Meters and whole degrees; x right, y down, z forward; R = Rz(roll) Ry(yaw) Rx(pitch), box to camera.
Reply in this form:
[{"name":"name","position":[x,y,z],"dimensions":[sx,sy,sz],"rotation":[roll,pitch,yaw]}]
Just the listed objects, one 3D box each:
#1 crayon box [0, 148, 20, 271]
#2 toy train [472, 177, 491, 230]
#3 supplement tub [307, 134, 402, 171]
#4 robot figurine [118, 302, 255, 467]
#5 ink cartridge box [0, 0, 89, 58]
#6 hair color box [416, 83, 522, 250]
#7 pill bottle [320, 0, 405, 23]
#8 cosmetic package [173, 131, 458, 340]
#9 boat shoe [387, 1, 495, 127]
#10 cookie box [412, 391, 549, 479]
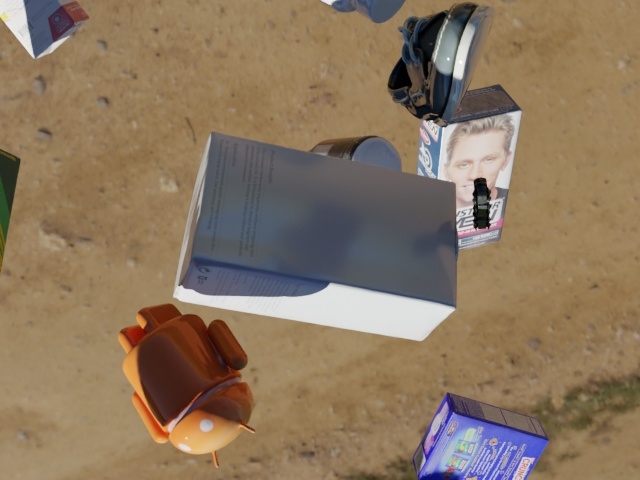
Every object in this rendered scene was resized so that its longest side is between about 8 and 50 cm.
[{"name":"crayon box","position":[-0.679,-0.055,1.481],"dimensions":[0.106,0.313,0.363],"rotation":[-21,147,34]},{"name":"toy train","position":[0.228,-0.052,1.324],"dimensions":[0.027,0.036,0.158],"rotation":[-7,160,7]},{"name":"supplement tub","position":[0.049,-0.128,1.673],"dimensions":[0.117,0.190,0.117],"rotation":[-2,93,-31]},{"name":"robot figurine","position":[-0.172,0.184,1.218],"dimensions":[0.158,0.219,0.128],"rotation":[-34,165,-15]},{"name":"ink cartridge box","position":[-0.532,-0.447,1.686],"dimensions":[0.115,0.067,0.198],"rotation":[-33,102,23]},{"name":"hair color box","position":[0.297,-0.139,1.930],"dimensions":[0.173,0.105,0.347],"rotation":[-13,133,-13]},{"name":"pill bottle","position":[0.020,-0.401,1.321],"dimensions":[0.124,0.221,0.124],"rotation":[-41,156,-23]},{"name":"cosmetic package","position":[0.000,0.000,1.360],"dimensions":[0.385,0.217,0.156],"rotation":[13,151,-12]},{"name":"boat shoe","position":[0.124,-0.199,1.050],"dimensions":[0.099,0.319,0.116],"rotation":[24,89,4]},{"name":"cookie box","position":[0.161,0.212,0.943],"dimensions":[0.107,0.040,0.092],"rotation":[18,113,-12]}]
